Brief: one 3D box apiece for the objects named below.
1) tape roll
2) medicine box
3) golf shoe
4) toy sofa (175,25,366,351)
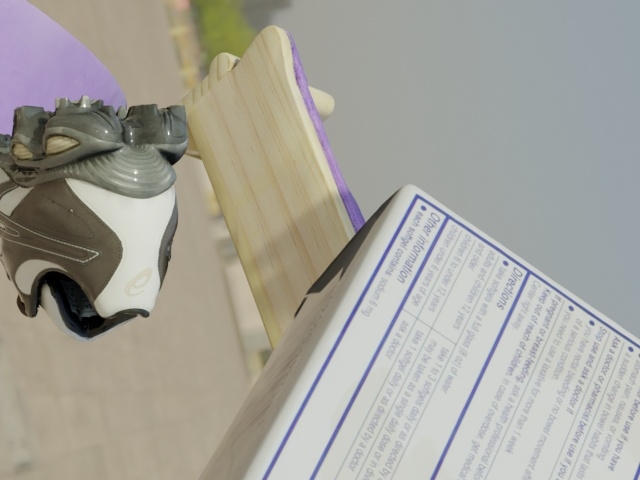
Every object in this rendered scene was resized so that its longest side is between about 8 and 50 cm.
[{"bbox_3d":[-0.202,-0.081,1.005,0.080,0.189,0.189,-61,171,-14],"label":"tape roll"},{"bbox_3d":[0.090,0.163,1.147,0.149,0.289,0.263,-49,-172,50],"label":"medicine box"},{"bbox_3d":[-0.115,-0.004,0.796,0.198,0.077,0.094,173,-86,-66],"label":"golf shoe"},{"bbox_3d":[0.000,0.000,1.685,0.150,0.177,0.362,18,40,-46],"label":"toy sofa"}]
